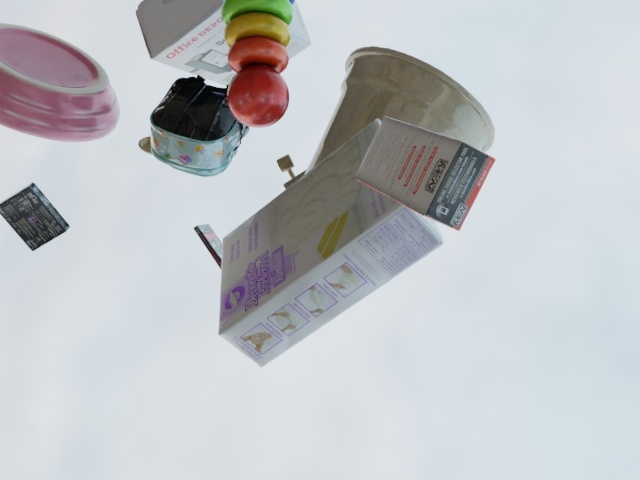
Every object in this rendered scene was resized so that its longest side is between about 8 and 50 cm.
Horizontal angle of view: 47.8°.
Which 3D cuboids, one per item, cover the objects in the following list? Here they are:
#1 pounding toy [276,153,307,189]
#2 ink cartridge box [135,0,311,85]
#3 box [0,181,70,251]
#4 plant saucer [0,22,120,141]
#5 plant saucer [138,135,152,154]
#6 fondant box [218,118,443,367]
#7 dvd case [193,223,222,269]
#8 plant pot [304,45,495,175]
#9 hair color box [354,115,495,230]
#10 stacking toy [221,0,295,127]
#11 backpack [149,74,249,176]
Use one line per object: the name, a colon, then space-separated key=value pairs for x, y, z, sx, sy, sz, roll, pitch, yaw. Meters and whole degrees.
pounding toy: x=-0.014 y=-0.118 z=1.623 sx=0.094 sy=0.181 sz=0.206 roll=-31 pitch=-99 yaw=8
ink cartridge box: x=-0.191 y=-0.429 z=1.460 sx=0.211 sy=0.289 sz=0.122 roll=-28 pitch=-107 yaw=29
box: x=-0.415 y=-0.034 z=1.042 sx=0.067 sy=0.083 sz=0.018 roll=-28 pitch=-158 yaw=15
plant saucer: x=-0.536 y=-0.312 z=1.369 sx=0.084 sy=0.332 sz=0.332 roll=-59 pitch=-134 yaw=26
plant saucer: x=-0.438 y=-0.247 z=1.904 sx=0.083 sy=0.083 sz=0.015 roll=52 pitch=-38 yaw=39
fondant box: x=0.000 y=0.000 z=1.063 sx=0.330 sy=0.096 sz=0.238 roll=-37 pitch=-149 yaw=19
dvd case: x=-0.214 y=0.019 z=1.494 sx=0.013 sy=0.087 sz=0.119 roll=-35 pitch=-91 yaw=8
plant pot: x=0.116 y=-0.147 z=1.401 sx=0.333 sy=0.334 sz=0.305 roll=23 pitch=-103 yaw=42
hair color box: x=0.091 y=-0.065 z=0.664 sx=0.072 sy=0.043 sz=0.141 roll=-64 pitch=-152 yaw=7
stacking toy: x=-0.088 y=-0.324 z=1.058 sx=0.141 sy=0.141 sz=0.330 roll=-10 pitch=-102 yaw=36
backpack: x=-0.225 y=-0.200 z=1.328 sx=0.188 sy=0.165 sz=0.144 roll=-68 pitch=176 yaw=-54
